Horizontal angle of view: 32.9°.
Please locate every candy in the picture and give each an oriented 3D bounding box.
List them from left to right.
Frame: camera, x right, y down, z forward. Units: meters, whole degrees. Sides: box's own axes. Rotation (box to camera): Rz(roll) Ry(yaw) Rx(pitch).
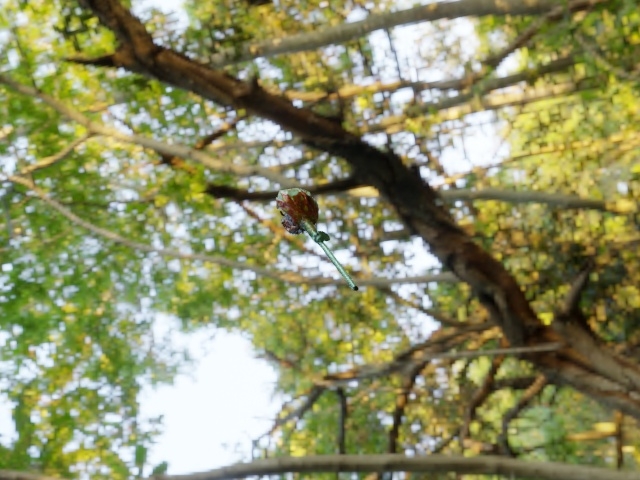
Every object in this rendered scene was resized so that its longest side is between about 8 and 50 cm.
[{"bbox_3d":[0.000,0.000,1.153,0.055,0.049,0.185,40,-172,-40],"label":"candy"}]
